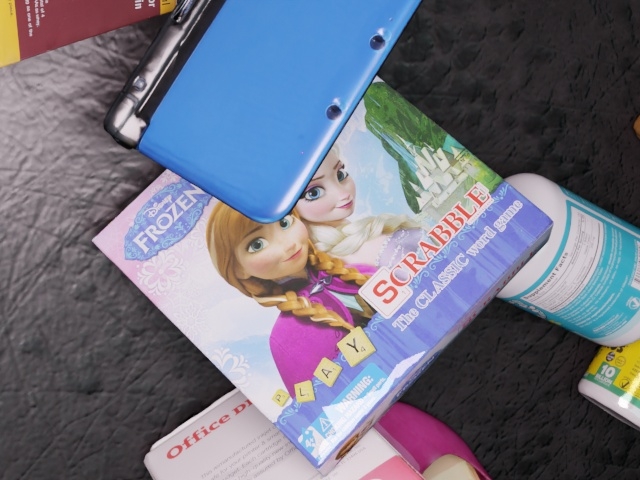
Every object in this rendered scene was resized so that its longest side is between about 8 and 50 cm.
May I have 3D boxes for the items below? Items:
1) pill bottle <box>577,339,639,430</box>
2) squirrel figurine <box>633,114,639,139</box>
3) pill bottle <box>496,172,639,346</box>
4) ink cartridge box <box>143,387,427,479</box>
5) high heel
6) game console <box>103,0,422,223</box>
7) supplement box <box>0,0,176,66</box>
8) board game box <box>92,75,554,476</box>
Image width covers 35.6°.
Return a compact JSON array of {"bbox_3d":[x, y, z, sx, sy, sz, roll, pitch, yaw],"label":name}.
[{"bbox_3d":[0.423,0.129,1.245,0.117,0.117,0.208,34,87,-25],"label":"pill bottle"},{"bbox_3d":[0.629,-0.137,1.126,0.370,0.397,0.281,-43,109,0],"label":"squirrel figurine"},{"bbox_3d":[0.265,0.015,1.141,0.264,0.146,0.146,25,90,-24],"label":"pill bottle"},{"bbox_3d":[-0.024,0.264,0.991,0.207,0.283,0.117,-33,123,-13],"label":"ink cartridge box"},{"bbox_3d":[0.185,0.328,1.150,0.127,0.181,0.377,-48,114,-7],"label":"high heel"},{"bbox_3d":[-0.046,-0.175,0.897,0.173,0.250,0.293,33,87,-8],"label":"game console"},{"bbox_3d":[-0.231,-0.273,0.815,0.194,0.129,0.191,-33,138,-43],"label":"supplement box"},{"bbox_3d":[0.000,0.000,0.969,0.318,0.066,0.319,41,80,18],"label":"board game box"}]
